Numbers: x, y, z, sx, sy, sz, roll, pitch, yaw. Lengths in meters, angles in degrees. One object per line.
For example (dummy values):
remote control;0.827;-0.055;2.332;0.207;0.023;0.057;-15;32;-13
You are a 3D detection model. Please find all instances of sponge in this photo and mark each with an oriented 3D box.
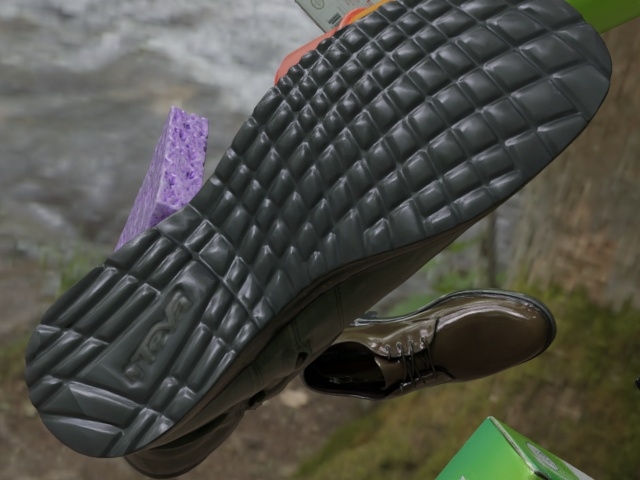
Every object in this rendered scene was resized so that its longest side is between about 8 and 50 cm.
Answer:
sponge;-0.127;0.021;1.048;0.031;0.210;0.117;17;36;-13

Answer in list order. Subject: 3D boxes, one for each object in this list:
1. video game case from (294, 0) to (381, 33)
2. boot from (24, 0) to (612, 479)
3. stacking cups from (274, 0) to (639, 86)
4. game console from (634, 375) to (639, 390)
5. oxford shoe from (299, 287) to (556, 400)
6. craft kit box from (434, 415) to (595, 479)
video game case;0.044;-0.347;1.708;0.232;0.210;0.042;47;4;4
boot;0.000;0.000;0.816;0.338;0.223;0.118;-34;78;0
stacking cups;0.097;-0.132;0.836;0.096;0.316;0.096;26;54;-41
game console;0.406;0.182;1.621;0.071;0.107;0.122;-13;56;-38
oxford shoe;0.089;0.100;1.274;0.227;0.082;0.096;-13;16;19
craft kit box;0.098;0.242;0.757;0.247;0.250;0.061;33;11;-33
